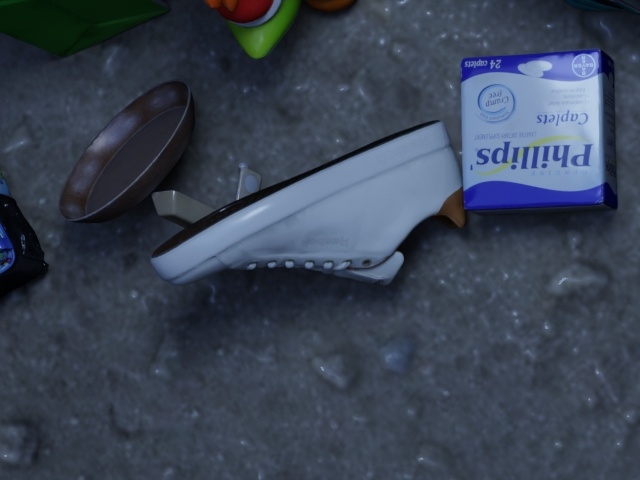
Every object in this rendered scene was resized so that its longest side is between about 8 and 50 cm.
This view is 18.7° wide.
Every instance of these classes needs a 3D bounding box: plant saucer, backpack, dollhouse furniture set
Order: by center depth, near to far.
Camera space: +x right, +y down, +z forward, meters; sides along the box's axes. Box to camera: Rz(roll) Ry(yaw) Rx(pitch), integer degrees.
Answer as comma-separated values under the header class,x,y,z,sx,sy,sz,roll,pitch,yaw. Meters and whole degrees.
class,x,y,z,sx,sy,sz,roll,pitch,yaw
dollhouse furniture set,-0.086,-0.047,1.759,0.091,0.114,0.081,-5,68,41
plant saucer,-0.172,-0.076,1.781,0.168,0.168,0.029,-42,114,10
backpack,-0.364,-0.014,1.837,0.158,0.117,0.173,-31,77,11

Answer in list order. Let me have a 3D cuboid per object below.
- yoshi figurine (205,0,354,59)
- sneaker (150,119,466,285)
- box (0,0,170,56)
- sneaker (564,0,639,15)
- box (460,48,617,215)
class,x,y,z,sx,sy,sz,roll,pitch,yaw
yoshi figurine,-0.083,-0.298,1.644,0.203,0.362,0.203,40,98,15
sneaker,0.000,0.000,1.698,0.290,0.106,0.123,-22,97,-12
box,-0.268,-0.308,1.749,0.126,0.262,0.231,-21,80,13
sneaker,0.211,-0.277,1.654,0.295,0.178,0.124,29,95,-14
box,0.192,-0.093,1.706,0.126,0.072,0.137,-2,87,16
